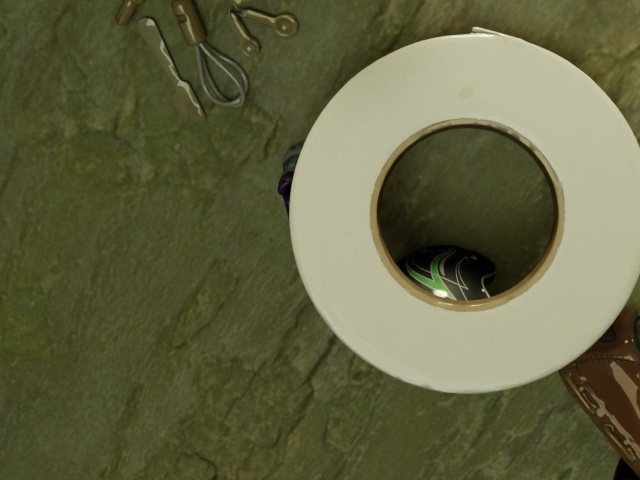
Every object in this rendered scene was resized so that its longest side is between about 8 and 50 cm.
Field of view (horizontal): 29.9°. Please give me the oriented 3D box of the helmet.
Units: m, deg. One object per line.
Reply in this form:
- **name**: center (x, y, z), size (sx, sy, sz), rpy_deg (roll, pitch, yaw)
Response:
- **helmet**: center (0.140, 0.095, 1.429), size (0.169, 0.161, 0.169), rpy_deg (7, 121, 12)

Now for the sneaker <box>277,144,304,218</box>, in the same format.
- **sneaker**: center (0.000, 0.000, 1.452), size (0.083, 0.098, 0.224), rpy_deg (-16, 113, 24)

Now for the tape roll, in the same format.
- **tape roll**: center (0.159, -0.030, 1.305), size (0.392, 0.072, 0.392), rpy_deg (0, 91, 7)

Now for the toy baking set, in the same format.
- **toy baking set**: center (-0.140, -0.254, 1.385), size (0.196, 0.030, 0.256), rpy_deg (37, 122, -7)

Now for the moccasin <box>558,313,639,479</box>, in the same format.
- **moccasin**: center (0.411, 0.273, 1.469), size (0.147, 0.139, 0.380), rpy_deg (-27, 109, 28)
